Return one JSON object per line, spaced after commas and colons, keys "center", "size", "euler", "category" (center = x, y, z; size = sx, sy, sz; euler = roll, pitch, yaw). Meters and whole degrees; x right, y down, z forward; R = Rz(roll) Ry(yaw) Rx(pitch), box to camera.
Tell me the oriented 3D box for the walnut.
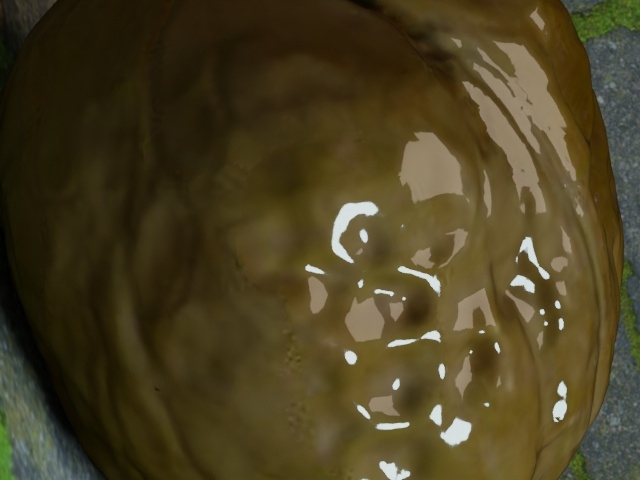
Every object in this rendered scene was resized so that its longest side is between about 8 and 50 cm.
{"center": [0.000, 0.000, 1.012], "size": [0.354, 0.308, 0.397], "euler": [-41, 119, -39], "category": "walnut"}
